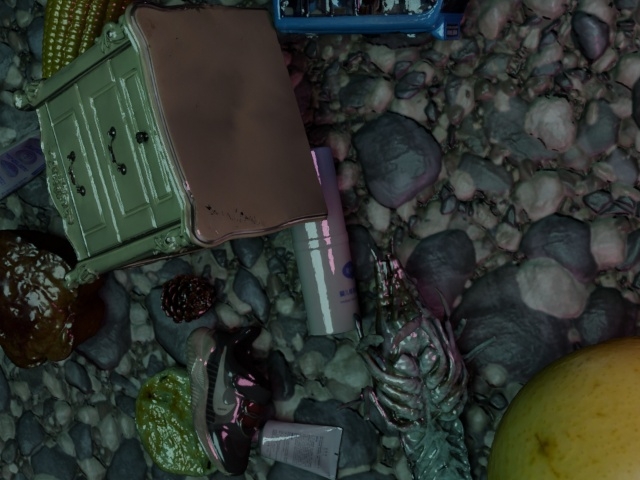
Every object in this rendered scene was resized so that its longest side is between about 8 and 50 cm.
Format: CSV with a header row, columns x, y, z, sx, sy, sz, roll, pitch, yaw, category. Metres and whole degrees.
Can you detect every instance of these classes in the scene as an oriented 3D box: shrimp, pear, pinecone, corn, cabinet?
x,y,z,sx,sy,sz,roll,pitch,yaw,category
0.130,0.201,1.076,0.222,0.166,0.410,-16,107,-5,shrimp
0.343,0.271,0.875,0.349,0.348,0.348,5,101,26,pear
-0.203,0.088,1.257,0.083,0.077,0.077,-8,97,68,pinecone
-0.331,-0.357,1.219,0.131,0.131,0.344,25,109,21,corn
-0.210,-0.114,1.096,0.318,0.228,0.289,-16,89,43,cabinet

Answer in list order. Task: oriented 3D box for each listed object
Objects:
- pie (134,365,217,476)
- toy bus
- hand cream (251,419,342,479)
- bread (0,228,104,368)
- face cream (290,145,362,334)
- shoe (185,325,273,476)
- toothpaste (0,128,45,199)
x,y,z,sx,sy,sz,roll,pitch,yaw,category
-0.218,0.288,1.319,0.187,0.041,0.186,5,101,26,pie
0.064,-0.318,1.034,0.247,0.113,0.134,7,106,27,toy bus
-0.041,0.301,1.236,0.142,0.053,0.084,9,104,9,hand cream
-0.472,0.092,1.359,0.247,0.135,0.232,17,106,23,bread
0.000,0.000,1.140,0.077,0.077,0.250,-9,94,27,face cream
-0.125,0.221,1.212,0.112,0.099,0.227,-23,65,14,shoe
-0.491,-0.133,1.381,0.301,0.048,0.075,-20,117,34,toothpaste
